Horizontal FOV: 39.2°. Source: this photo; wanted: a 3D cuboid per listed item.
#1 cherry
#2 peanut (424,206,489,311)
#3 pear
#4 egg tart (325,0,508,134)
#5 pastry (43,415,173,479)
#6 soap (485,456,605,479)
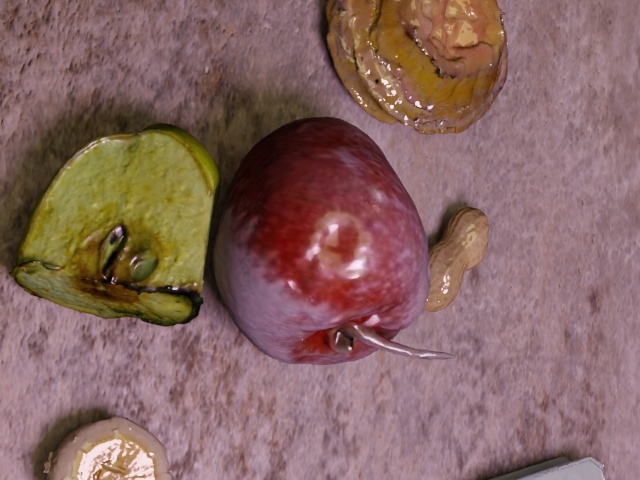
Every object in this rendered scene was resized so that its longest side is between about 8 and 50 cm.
[{"bbox_3d":[0.000,0.009,1.215,0.291,0.335,0.326,-8,125,-8],"label":"cherry"},{"bbox_3d":[0.208,0.030,1.419,0.082,0.082,0.187,42,68,-13],"label":"peanut"},{"bbox_3d":[-0.257,-0.032,1.181,0.238,0.164,0.255,6,70,-4],"label":"pear"},{"bbox_3d":[0.177,-0.339,1.430,0.352,0.150,0.352,3,83,-26],"label":"egg tart"},{"bbox_3d":[-0.273,0.304,1.154,0.165,0.088,0.166,4,79,-20],"label":"pastry"},{"bbox_3d":[0.334,0.434,1.399,0.261,0.094,0.150,-10,86,-25],"label":"soap"}]
